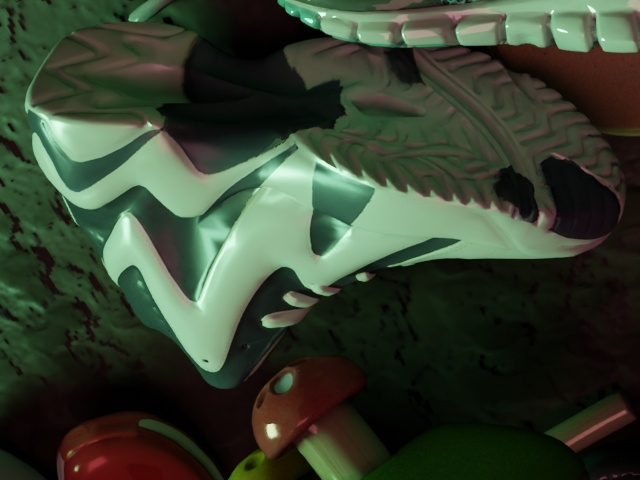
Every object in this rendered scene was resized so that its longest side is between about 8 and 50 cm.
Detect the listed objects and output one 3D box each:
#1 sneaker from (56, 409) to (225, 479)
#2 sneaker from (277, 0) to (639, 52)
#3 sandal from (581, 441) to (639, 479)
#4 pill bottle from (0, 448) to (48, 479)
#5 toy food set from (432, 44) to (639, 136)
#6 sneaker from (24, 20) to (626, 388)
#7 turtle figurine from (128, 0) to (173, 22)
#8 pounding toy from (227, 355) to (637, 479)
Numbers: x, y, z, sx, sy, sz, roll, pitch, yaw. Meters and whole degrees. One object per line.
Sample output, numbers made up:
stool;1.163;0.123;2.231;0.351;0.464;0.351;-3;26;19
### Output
sneaker;-0.071;0.200;0.588;0.087;0.128;0.221;-22;124;0
sneaker;0.063;-0.107;0.399;0.166;0.065;0.076;3;104;19
sandal;0.250;0.160;0.565;0.254;0.054;0.097;24;117;7
pill bottle;-0.266;0.248;0.645;0.160;0.160;0.283;39;120;-15
toy food set;0.120;-0.096;0.433;0.192;0.038;0.132;-9;115;29
sneaker;0.000;0.000;0.473;0.234;0.094;0.153;5;137;8
turtle figurine;0.002;-0.214;0.337;0.266;0.275;0.198;-22;94;1
pounding toy;0.019;0.108;0.493;0.183;0.237;0.110;-44;77;24
